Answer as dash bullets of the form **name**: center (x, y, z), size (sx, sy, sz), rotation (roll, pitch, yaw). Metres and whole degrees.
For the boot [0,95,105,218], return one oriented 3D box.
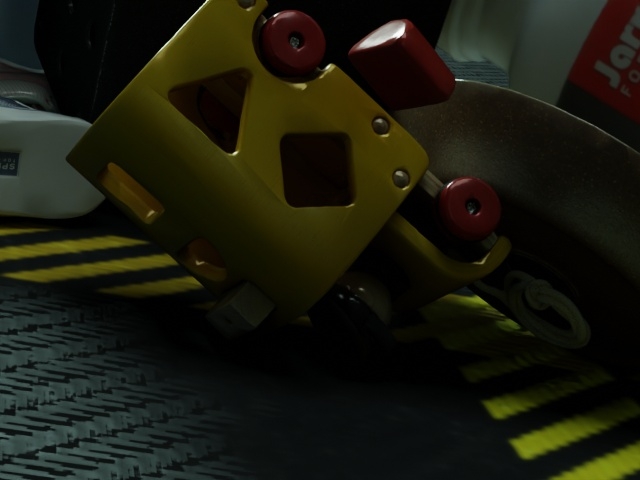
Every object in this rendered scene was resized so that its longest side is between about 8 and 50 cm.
- **boot**: center (-0.196, -0.045, 0.789), size (0.190, 0.069, 0.086), rotation (11, 4, -45)

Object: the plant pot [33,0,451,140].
- **plant pot**: center (-0.054, -0.124, 0.898), size (0.167, 0.187, 0.188), rotation (0, 37, -25)

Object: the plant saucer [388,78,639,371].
- **plant saucer**: center (0.106, 0.004, 0.747), size (0.199, 0.036, 0.198), rotation (32, -17, 11)

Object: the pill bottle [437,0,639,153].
- **pill bottle**: center (0.233, -0.096, 0.891), size (0.363, 0.210, 0.210), rotation (34, 20, 16)

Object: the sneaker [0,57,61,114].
- **sneaker**: center (-0.151, -0.069, 0.944), size (0.134, 0.051, 0.070), rotation (10, 25, -36)

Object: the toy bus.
- **toy bus**: center (-0.011, -0.007, 0.698), size (0.202, 0.191, 0.104), rotation (23, 62, 35)

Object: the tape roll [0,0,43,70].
- **tape roll**: center (-0.135, -0.134, 1.163), size (0.219, 0.072, 0.219), rotation (13, 13, -3)
